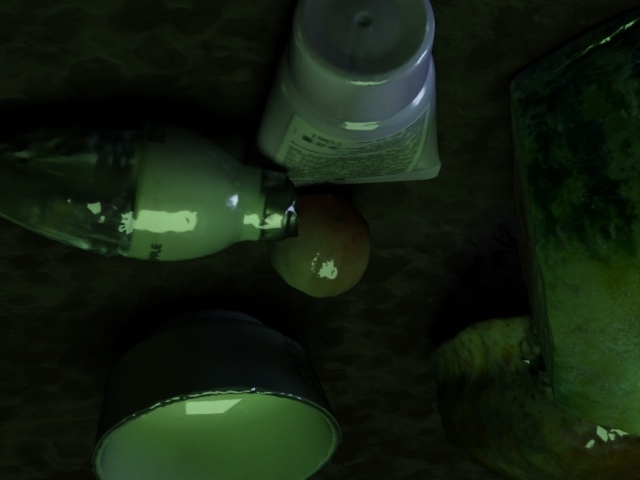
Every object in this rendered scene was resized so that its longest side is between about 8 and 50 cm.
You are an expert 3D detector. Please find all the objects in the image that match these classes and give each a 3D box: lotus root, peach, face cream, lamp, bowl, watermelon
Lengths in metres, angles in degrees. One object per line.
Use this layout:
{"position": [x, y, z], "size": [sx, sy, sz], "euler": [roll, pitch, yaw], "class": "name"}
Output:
{"position": [0.249, 0.126, 1.508], "size": [0.267, 0.149, 0.260], "euler": [-7, 174, -8], "class": "lotus root"}
{"position": [0.001, 0.002, 1.407], "size": [0.083, 0.083, 0.083], "euler": [-6, 147, -4], "class": "peach"}
{"position": [0.022, -0.090, 1.278], "size": [0.154, 0.096, 0.274], "euler": [-7, 160, -6], "class": "face cream"}
{"position": [-0.137, -0.037, 1.292], "size": [0.250, 0.101, 0.101], "euler": [6, 145, -4], "class": "lamp"}
{"position": [-0.090, 0.133, 1.554], "size": [0.211, 0.112, 0.211], "euler": [-5, 147, -3], "class": "bowl"}
{"position": [0.243, -0.027, 1.337], "size": [0.193, 0.232, 0.310], "euler": [-7, 102, 1], "class": "watermelon"}
